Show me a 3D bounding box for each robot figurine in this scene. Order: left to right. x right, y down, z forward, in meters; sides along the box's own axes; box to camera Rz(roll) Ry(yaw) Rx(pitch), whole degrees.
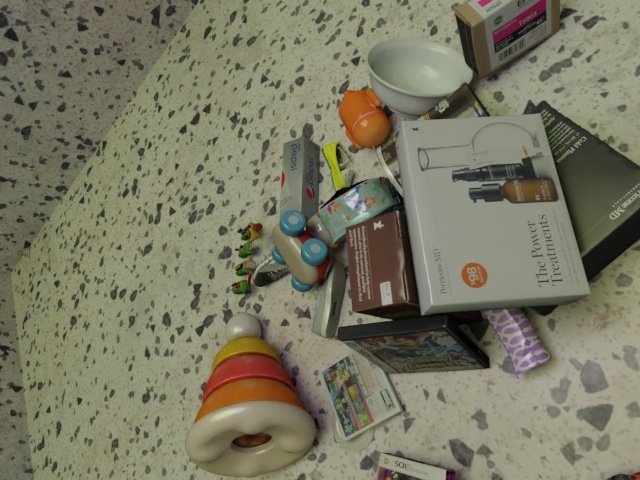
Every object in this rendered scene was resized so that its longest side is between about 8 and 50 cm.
[{"bbox_3d":[0.136,-0.375,1.467,0.158,0.128,0.219,-36,55,17],"label":"robot figurine"}]

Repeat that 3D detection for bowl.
[{"bbox_3d":[0.266,-0.443,1.341,0.134,0.298,0.297,97,150,-50],"label":"bowl"}]

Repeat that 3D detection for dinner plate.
[{"bbox_3d":[0.084,0.502,1.290,0.141,0.017,0.141,-14,67,36],"label":"dinner plate"}]

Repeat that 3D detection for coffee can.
[{"bbox_3d":[0.316,-0.241,1.230,0.275,0.202,0.201,-35,57,25],"label":"coffee can"}]

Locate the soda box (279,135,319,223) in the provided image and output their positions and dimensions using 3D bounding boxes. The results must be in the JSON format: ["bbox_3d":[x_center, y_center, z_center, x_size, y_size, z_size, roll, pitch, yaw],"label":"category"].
[{"bbox_3d":[-0.069,-0.197,1.590,0.098,0.091,0.286,-11,69,36],"label":"soda box"}]

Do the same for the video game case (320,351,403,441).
[{"bbox_3d":[0.106,0.409,1.283,0.183,0.023,0.201,-36,54,18],"label":"video game case"}]

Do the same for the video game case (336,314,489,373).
[{"bbox_3d":[0.218,0.254,1.114,0.275,0.248,0.035,-14,50,35],"label":"video game case"}]

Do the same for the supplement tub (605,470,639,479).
[{"bbox_3d":[0.537,0.510,0.864,0.190,0.117,0.117,-43,54,19],"label":"supplement tub"}]

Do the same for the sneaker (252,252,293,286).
[{"bbox_3d":[-0.121,0.097,1.541,0.228,0.086,0.132,-48,54,14],"label":"sneaker"}]

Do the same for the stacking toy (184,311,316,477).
[{"bbox_3d":[-0.217,0.416,1.428,0.351,0.351,0.479,-41,35,21],"label":"stacking toy"}]

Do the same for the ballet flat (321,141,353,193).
[{"bbox_3d":[0.063,-0.225,1.513,0.077,0.077,0.230,-23,59,12],"label":"ballet flat"}]

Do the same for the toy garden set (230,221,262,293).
[{"bbox_3d":[-0.265,0.054,1.630,0.204,0.049,0.244,156,123,-63],"label":"toy garden set"}]

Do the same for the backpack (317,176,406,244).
[{"bbox_3d":[0.122,-0.073,1.297,0.225,0.254,0.191,-31,78,26],"label":"backpack"}]

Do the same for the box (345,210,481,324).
[{"bbox_3d":[0.223,0.086,1.076,0.143,0.381,0.191,-17,66,33],"label":"box"}]

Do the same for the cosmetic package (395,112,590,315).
[{"bbox_3d":[0.313,-0.057,0.911,0.285,0.097,0.377,-5,70,-1],"label":"cosmetic package"}]

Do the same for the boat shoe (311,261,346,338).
[{"bbox_3d":[0.015,0.173,1.410,0.081,0.079,0.227,6,83,35],"label":"boat shoe"}]

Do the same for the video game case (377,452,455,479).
[{"bbox_3d":[0.207,0.629,1.084,0.210,0.042,0.232,-15,58,52],"label":"video game case"}]

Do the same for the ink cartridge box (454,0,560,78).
[{"bbox_3d":[0.472,-0.554,1.184,0.235,0.193,0.088,-32,58,10],"label":"ink cartridge box"}]

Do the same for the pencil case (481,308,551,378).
[{"bbox_3d":[0.424,0.195,1.059,0.088,0.086,0.206,-28,67,4],"label":"pencil case"}]

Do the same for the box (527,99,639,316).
[{"bbox_3d":[0.495,-0.065,1.045,0.343,0.179,0.312,-47,52,17],"label":"box"}]

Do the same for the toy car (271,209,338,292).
[{"bbox_3d":[0.000,0.000,1.417,0.210,0.238,0.219,53,153,18],"label":"toy car"}]
